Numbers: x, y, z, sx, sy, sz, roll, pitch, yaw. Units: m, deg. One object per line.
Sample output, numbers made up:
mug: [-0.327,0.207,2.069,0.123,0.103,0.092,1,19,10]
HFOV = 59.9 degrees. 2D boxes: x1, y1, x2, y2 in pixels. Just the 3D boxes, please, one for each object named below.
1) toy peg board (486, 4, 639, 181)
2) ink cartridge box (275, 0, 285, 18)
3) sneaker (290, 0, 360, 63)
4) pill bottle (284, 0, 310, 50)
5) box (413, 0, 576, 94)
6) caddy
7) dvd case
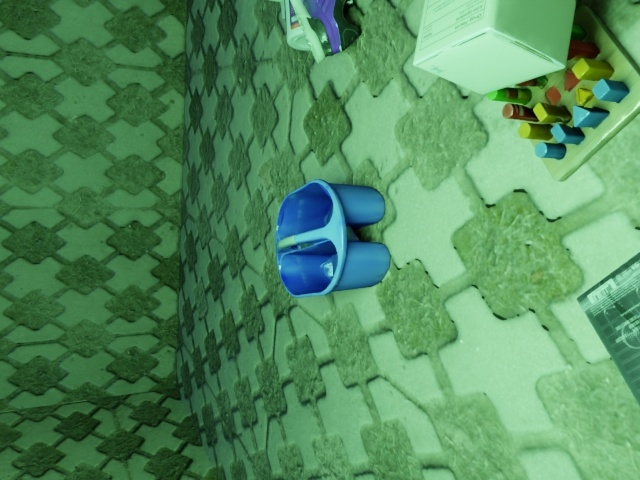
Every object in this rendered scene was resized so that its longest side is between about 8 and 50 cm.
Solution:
toy peg board: [0.299,-0.187,0.710,0.161,0.079,0.161,-57,42,49]
ink cartridge box: [-0.091,-0.759,1.420,0.353,0.119,0.207,-33,62,60]
sneaker: [0.003,-0.548,1.216,0.102,0.146,0.293,-16,-95,-82]
pill bottle: [-0.033,-0.566,1.326,0.108,0.108,0.194,-13,80,63]
box: [0.223,-0.354,0.670,0.148,0.121,0.311,4,82,64]
caddy: [0.000,0.000,1.212,0.341,0.179,0.241,-19,75,62]
dvd case: [0.394,0.116,0.602,0.164,0.018,0.221,-58,41,46]
